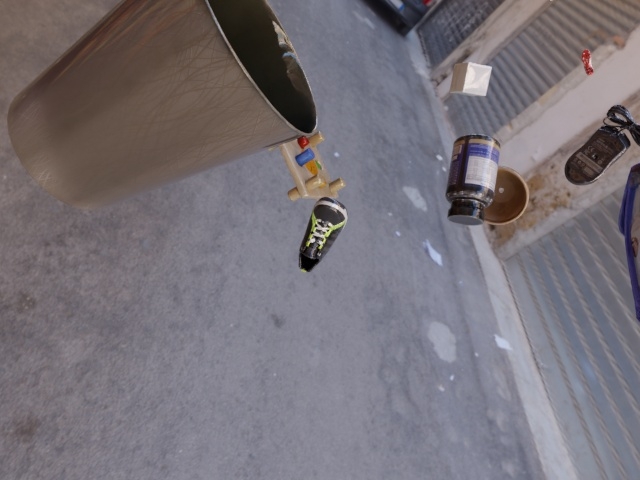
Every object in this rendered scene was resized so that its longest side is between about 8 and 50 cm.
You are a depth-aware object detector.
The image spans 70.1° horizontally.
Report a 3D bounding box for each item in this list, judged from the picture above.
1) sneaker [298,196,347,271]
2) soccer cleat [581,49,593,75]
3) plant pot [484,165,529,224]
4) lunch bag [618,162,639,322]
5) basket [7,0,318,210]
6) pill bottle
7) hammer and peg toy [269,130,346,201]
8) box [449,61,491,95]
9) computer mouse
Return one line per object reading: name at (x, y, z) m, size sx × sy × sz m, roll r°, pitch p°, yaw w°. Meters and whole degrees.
sneaker at (0.000, 0.000, 1.071) m, size 0.084 × 0.235 × 0.097 m, roll 20°, pitch 51°, yaw -1°
soccer cleat at (0.872, -0.580, 1.491) m, size 0.083 × 0.029 × 0.035 m, roll 69°, pitch 23°, yaw -9°
plant pot at (0.723, -0.191, 1.850) m, size 0.237 × 0.237 × 0.109 m, roll 52°, pitch 36°, yaw 5°
lunch bag at (0.910, -0.005, 1.052) m, size 0.239 × 0.327 × 0.386 m, roll 88°, pitch -1°, yaw -79°
basket at (-0.143, -0.125, 0.414) m, size 0.204 × 0.226 × 0.154 m, roll 11°, pitch 60°, yaw -69°
pill bottle at (0.397, -0.156, 1.201) m, size 0.122 × 0.122 × 0.219 m, roll 19°, pitch 78°, yaw -38°
hammer and peg toy at (-0.072, -0.300, 1.517) m, size 0.266 × 0.127 × 0.361 m, roll -11°, pitch 75°, yaw -65°
box at (0.529, -0.567, 1.611) m, size 0.101 × 0.102 × 0.087 m, roll 3°, pitch 14°, yaw -19°
computer mouse at (0.957, -0.297, 1.542) m, size 0.188 × 0.272 × 0.072 m, roll 50°, pitch 29°, yaw 15°
